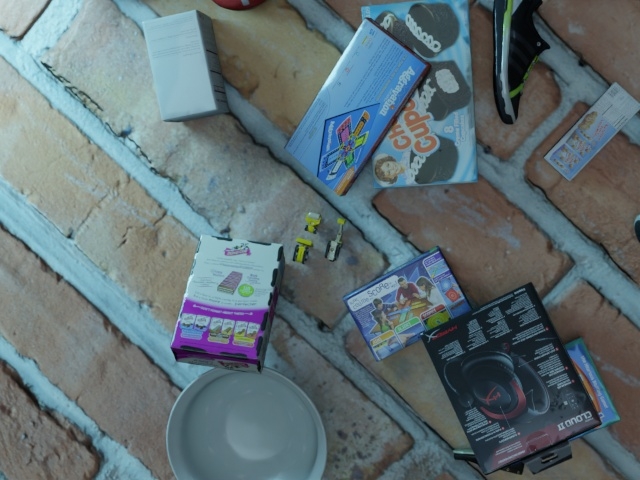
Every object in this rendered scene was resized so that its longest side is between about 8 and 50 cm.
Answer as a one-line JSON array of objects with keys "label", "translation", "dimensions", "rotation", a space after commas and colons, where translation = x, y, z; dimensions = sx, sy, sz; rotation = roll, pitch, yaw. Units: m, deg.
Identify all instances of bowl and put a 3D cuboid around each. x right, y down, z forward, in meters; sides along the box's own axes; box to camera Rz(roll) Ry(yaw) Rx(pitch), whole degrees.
[{"label": "bowl", "translation": [-0.124, 0.358, 1.716], "dimensions": [0.297, 0.134, 0.298], "rotation": [1, 97, 8]}]

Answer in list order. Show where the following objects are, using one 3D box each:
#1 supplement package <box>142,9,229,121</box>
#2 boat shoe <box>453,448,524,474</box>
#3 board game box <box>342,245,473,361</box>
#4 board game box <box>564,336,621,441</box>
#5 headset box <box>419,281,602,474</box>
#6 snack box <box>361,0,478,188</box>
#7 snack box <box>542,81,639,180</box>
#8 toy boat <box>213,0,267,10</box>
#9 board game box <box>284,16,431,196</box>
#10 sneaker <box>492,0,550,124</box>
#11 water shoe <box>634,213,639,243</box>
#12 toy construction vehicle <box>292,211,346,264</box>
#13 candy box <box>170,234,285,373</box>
[{"label": "supplement package", "translation": [-0.240, -0.310, 1.668], "dimensions": [0.105, 0.105, 0.179], "rotation": [-10, 95, 8]}, {"label": "boat shoe", "translation": [0.309, 0.406, 1.707], "dimensions": [0.133, 0.049, 0.042], "rotation": [6, 89, 2]}, {"label": "board game box", "translation": [0.159, 0.116, 1.700], "dimensions": [0.201, 0.035, 0.136], "rotation": [-28, 92, 10]}, {"label": "board game box", "translation": [0.405, 0.288, 1.662], "dimensions": [0.210, 0.047, 0.160], "rotation": [-26, 76, 9]}, {"label": "headset box", "translation": [0.334, 0.253, 1.602], "dimensions": [0.218, 0.110, 0.293], "rotation": [-27, 73, 10]}, {"label": "snack box", "translation": [0.177, -0.257, 1.641], "dimensions": [0.187, 0.060, 0.322], "rotation": [-4, 96, 10]}, {"label": "snack box", "translation": [0.476, -0.190, 1.629], "dimensions": [0.064, 0.022, 0.178], "rotation": [43, 100, 0]}, {"label": "toy boat", "translation": [-0.155, -0.518, 1.609], "dimensions": [0.150, 0.151, 0.231], "rotation": [-14, 94, 9]}, {"label": "board game box", "translation": [0.061, -0.231, 1.628], "dimensions": [0.145, 0.027, 0.281], "rotation": [42, 114, 18]}, {"label": "sneaker", "translation": [0.349, -0.319, 1.600], "dimensions": [0.097, 0.084, 0.235], "rotation": [-1, 96, 6]}, {"label": "water shoe", "translation": [0.633, 0.017, 1.619], "dimensions": [0.080, 0.073, 0.203], "rotation": [-44, 94, -11]}, {"label": "toy construction vehicle", "translation": [0.000, 0.000, 1.713], "dimensions": [0.085, 0.035, 0.098], "rotation": [13, 96, 17]}, {"label": "candy box", "translation": [-0.161, 0.111, 1.663], "dimensions": [0.159, 0.071, 0.234], "rotation": [8, 60, 7]}]
